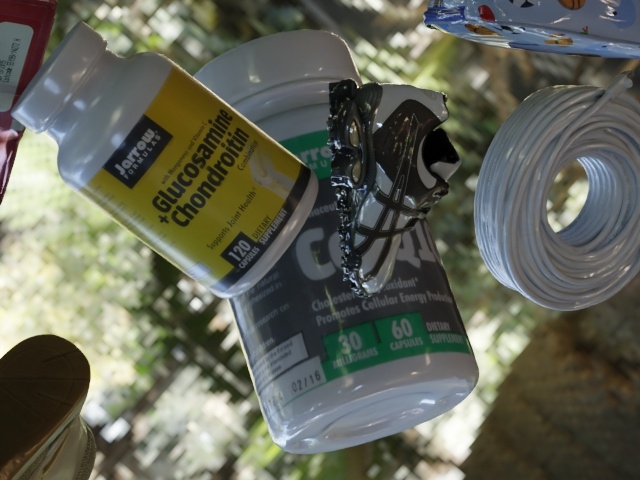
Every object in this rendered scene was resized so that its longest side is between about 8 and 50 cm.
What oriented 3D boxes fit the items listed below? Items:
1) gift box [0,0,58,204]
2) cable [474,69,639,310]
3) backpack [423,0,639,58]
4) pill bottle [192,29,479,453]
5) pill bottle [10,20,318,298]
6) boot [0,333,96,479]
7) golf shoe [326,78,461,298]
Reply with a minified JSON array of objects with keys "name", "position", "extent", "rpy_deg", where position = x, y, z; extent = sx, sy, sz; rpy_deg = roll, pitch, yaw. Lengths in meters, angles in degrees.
[{"name":"gift box","position":[-0.293,-0.191,1.268],"extent":[0.276,0.255,0.258],"rpy_deg":[10,-130,-22]},{"name":"cable","position":[0.285,-0.051,2.051],"extent":[0.089,0.257,0.257],"rpy_deg":[23,133,53]},{"name":"backpack","position":[0.184,-0.249,1.413],"extent":[0.276,0.213,0.263],"rpy_deg":[11,-170,-25]},{"name":"pill bottle","position":[0.000,0.000,1.689],"extent":[0.204,0.204,0.361],"rpy_deg":[42,-153,-69]},{"name":"pill bottle","position":[-0.100,-0.053,1.138],"extent":[0.184,0.103,0.103],"rpy_deg":[37,-179,-13]},{"name":"boot","position":[-0.278,0.208,1.417],"extent":[0.095,0.262,0.203],"rpy_deg":[37,157,14]},{"name":"golf shoe","position":[0.055,-0.031,1.278],"extent":[0.198,0.093,0.077],"rpy_deg":[85,-179,-50]}]
